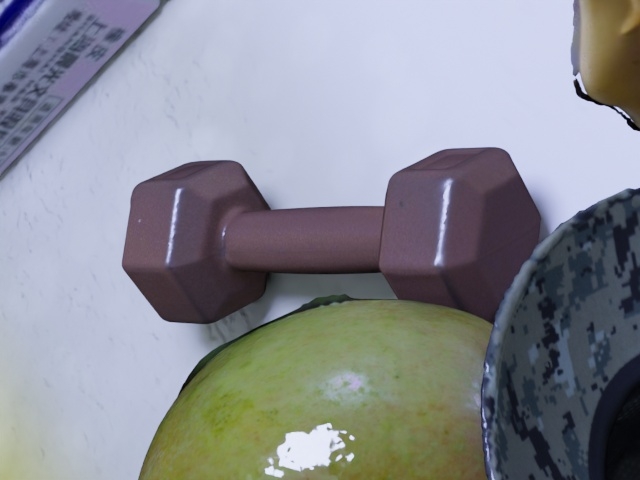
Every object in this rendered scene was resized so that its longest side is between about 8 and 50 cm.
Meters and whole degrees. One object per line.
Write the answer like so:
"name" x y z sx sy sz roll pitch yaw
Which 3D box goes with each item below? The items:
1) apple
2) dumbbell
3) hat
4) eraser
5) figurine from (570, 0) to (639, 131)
"apple" 0.017 0.129 0.768 0.188 0.174 0.207 -32 77 32
"dumbbell" 0.000 0.000 0.860 0.231 0.092 0.082 0 106 38
"hat" 0.162 0.115 0.659 0.128 0.265 0.265 123 137 -55
"eraser" -0.196 -0.146 1.050 0.287 0.086 0.130 -44 55 22
"figurine" 0.244 -0.103 0.634 0.257 0.181 0.208 18 57 34
